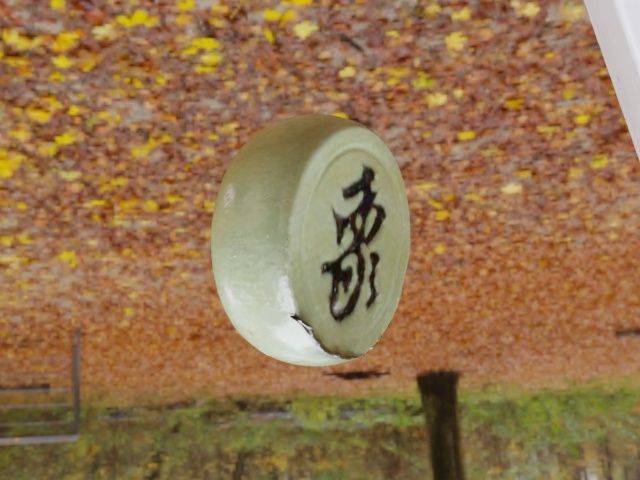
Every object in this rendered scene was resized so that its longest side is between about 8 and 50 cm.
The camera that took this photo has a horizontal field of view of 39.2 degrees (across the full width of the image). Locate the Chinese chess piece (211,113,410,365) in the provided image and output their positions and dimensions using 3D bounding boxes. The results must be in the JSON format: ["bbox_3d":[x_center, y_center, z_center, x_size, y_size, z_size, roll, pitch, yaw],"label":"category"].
[{"bbox_3d":[0.000,0.000,0.515,0.058,0.144,0.144,3,172,32],"label":"Chinese chess piece"}]

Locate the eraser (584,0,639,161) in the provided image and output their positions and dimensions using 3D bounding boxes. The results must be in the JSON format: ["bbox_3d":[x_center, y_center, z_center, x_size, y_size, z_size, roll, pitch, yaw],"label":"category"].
[{"bbox_3d":[0.182,-0.151,0.477,0.078,0.298,0.076,-21,-171,9],"label":"eraser"}]
